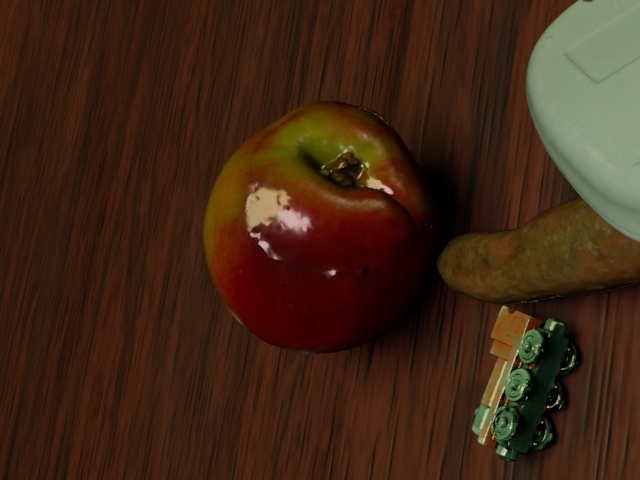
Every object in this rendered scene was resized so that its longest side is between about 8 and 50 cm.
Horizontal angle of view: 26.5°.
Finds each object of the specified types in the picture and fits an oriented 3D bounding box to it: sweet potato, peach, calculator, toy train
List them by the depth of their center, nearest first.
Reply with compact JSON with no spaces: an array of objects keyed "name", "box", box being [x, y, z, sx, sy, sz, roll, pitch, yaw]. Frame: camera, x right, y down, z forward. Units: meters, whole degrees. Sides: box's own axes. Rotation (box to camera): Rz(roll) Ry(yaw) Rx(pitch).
[{"name":"calculator","box":[0.229,-0.085,0.824,0.184,0.042,0.295,-33,38,2]},{"name":"sweet potato","box":[0.165,0.006,0.921,0.273,0.075,0.075,-19,61,54]},{"name":"toy train","box":[0.136,0.099,0.939,0.064,0.044,0.103,19,90,58]},{"name":"peach","box":[0.000,0.000,1.057,0.197,0.197,0.197,-26,56,46]}]
